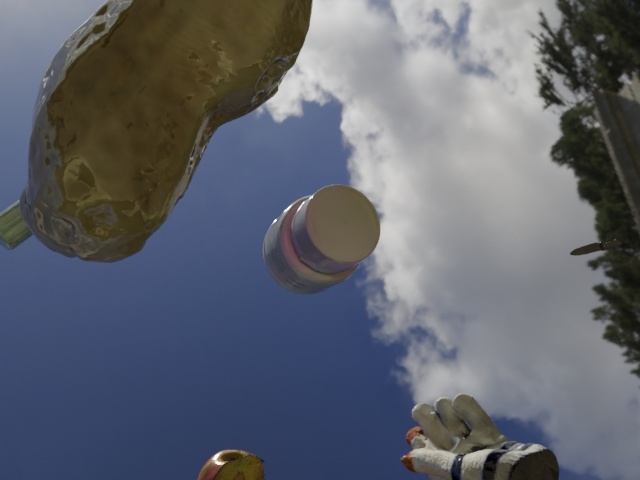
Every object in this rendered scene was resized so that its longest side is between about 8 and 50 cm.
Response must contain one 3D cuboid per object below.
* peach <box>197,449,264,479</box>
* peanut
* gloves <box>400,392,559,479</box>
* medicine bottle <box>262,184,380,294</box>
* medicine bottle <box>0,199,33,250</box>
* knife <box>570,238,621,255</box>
[{"bbox_3d":[-0.124,0.323,0.755,0.098,0.061,0.098,-11,-74,-42],"label":"peach"},{"bbox_3d":[-0.096,-0.114,0.375,0.130,0.130,0.290,35,-87,-1],"label":"peanut"},{"bbox_3d":[0.217,0.317,0.826,0.140,0.218,0.131,-44,-74,-29],"label":"gloves"},{"bbox_3d":[0.000,0.000,1.464,0.241,0.302,0.241,7,-108,-21],"label":"medicine bottle"},{"bbox_3d":[-0.396,-0.028,0.758,0.047,0.047,0.083,41,-121,4],"label":"medicine bottle"},{"bbox_3d":[0.606,0.016,1.249,0.170,0.010,0.023,-10,-116,-28],"label":"knife"}]
